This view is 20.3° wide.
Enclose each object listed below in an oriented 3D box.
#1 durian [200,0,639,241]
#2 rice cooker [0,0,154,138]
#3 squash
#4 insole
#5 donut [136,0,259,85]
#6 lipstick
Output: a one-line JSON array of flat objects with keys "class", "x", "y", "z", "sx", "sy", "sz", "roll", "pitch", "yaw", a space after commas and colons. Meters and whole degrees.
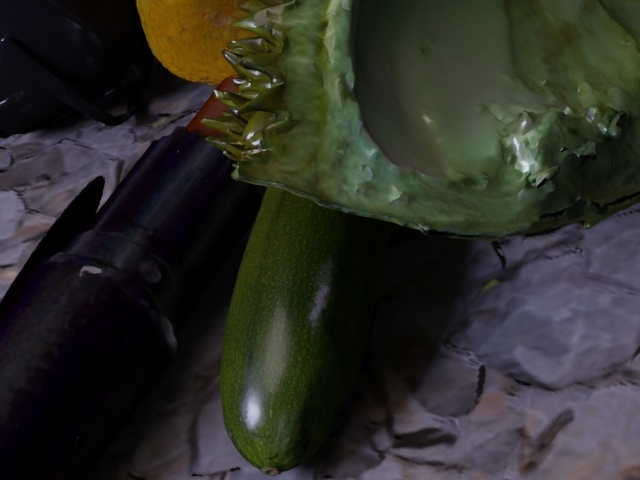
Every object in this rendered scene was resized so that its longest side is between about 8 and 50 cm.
[{"class": "durian", "x": 0.114, "y": -0.111, "z": 0.810, "sx": 0.394, "sy": 0.163, "sz": 0.198, "roll": -8, "pitch": 35, "yaw": -30}, {"class": "rice cooker", "x": -0.179, "y": -0.143, "z": 0.994, "sx": 0.118, "sy": 0.203, "sz": 0.142, "roll": -32, "pitch": 33, "yaw": 23}, {"class": "squash", "x": 0.000, "y": 0.000, "z": 0.838, "sx": 0.069, "sy": 0.069, "sz": 0.258, "roll": -5, "pitch": 41, "yaw": 18}, {"class": "insole", "x": -0.164, "y": 0.059, "z": 0.842, "sx": 0.003, "sy": 0.080, "sz": 0.232, "roll": 29, "pitch": 60, "yaw": 6}, {"class": "donut", "x": -0.014, "y": -0.132, "z": 0.971, "sx": 0.190, "sy": 0.074, "sz": 0.174, "roll": 1, "pitch": 19, "yaw": 11}, {"class": "lipstick", "x": -0.097, "y": 0.029, "z": 0.836, "sx": 0.081, "sy": 0.081, "sz": 0.299, "roll": 9, "pitch": 46, "yaw": 31}]
